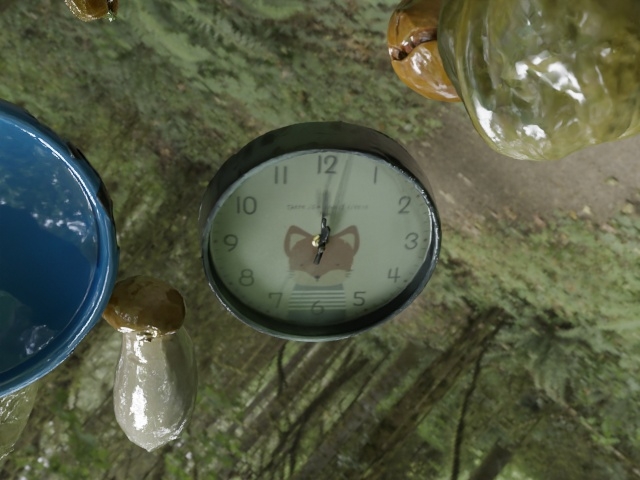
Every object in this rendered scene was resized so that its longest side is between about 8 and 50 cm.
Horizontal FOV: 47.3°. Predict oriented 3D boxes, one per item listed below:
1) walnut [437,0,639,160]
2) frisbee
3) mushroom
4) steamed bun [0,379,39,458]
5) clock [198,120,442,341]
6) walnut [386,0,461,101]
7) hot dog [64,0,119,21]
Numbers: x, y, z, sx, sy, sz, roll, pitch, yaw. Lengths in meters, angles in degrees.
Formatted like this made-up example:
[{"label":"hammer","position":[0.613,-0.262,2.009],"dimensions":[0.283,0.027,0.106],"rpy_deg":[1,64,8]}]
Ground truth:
[{"label":"walnut","position":[0.283,-0.234,0.884],"dimensions":[0.282,0.253,0.276],"rpy_deg":[-88,-27,-70]},{"label":"frisbee","position":[-0.260,0.010,0.494],"dimensions":[0.242,0.242,0.045],"rpy_deg":[44,180,-36]},{"label":"mushroom","position":[-0.235,0.184,1.031],"dimensions":[0.128,0.128,0.350],"rpy_deg":[39,143,29]},{"label":"steamed bun","position":[-0.519,0.146,0.880],"dimensions":[0.312,0.233,0.334],"rpy_deg":[21,-171,1]},{"label":"clock","position":[0.000,0.000,0.970],"dimensions":[0.325,0.325,0.067],"rpy_deg":[43,-159,-30]},{"label":"walnut","position":[0.273,-0.373,1.458],"dimensions":[0.336,0.209,0.209],"rpy_deg":[16,-165,-43]},{"label":"hot dog","position":[-0.307,-0.371,0.880],"dimensions":[0.250,0.076,0.104],"rpy_deg":[62,-153,-47]}]
